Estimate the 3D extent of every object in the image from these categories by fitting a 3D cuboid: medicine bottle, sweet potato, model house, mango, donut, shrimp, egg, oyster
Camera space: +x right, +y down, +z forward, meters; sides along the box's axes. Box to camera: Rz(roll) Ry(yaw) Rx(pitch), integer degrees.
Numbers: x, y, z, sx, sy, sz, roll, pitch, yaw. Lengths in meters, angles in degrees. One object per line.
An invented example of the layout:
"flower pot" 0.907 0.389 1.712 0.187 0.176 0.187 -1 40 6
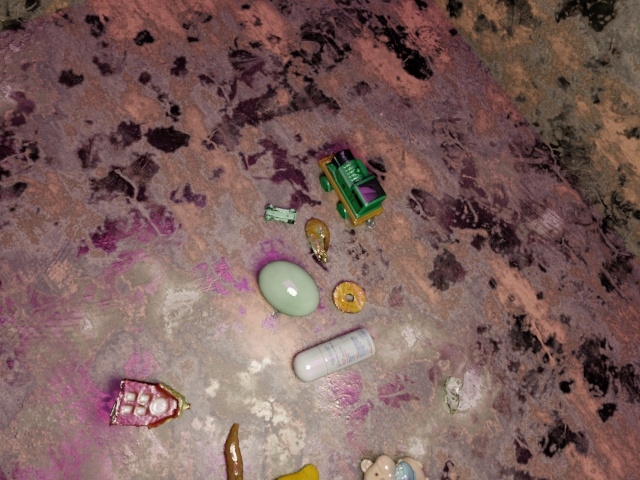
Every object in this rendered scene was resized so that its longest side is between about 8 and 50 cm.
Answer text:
"medicine bottle" 0.050 0.479 1.810 0.341 0.130 0.130 -18 79 -19
"sweet potato" -0.320 0.858 1.643 0.066 0.072 0.314 0 71 -29
"model house" -0.601 0.592 1.583 0.254 0.196 0.159 9 71 -12
"mango" -0.110 0.957 1.645 0.262 0.109 0.157 -28 81 -21
"donut" 0.123 0.255 1.931 0.152 0.058 0.151 4 74 -14
"shrimp" 0.001 -0.001 1.981 0.115 0.051 0.217 -13 75 -19
"egg" -0.130 0.198 1.808 0.283 0.203 0.202 37 69 -7
"oyster" 0.577 0.683 1.925 0.108 0.053 0.165 24 59 -34

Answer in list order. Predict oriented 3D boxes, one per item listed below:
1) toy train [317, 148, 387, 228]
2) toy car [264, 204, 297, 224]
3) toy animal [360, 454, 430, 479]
"toy train" 0.147 -0.251 1.980 0.178 0.249 0.429 -27 83 -19
"toy car" -0.179 -0.112 1.965 0.144 0.054 0.073 7 71 -8
"toy animal" 0.297 0.948 1.718 0.221 0.230 0.209 33 29 -44
